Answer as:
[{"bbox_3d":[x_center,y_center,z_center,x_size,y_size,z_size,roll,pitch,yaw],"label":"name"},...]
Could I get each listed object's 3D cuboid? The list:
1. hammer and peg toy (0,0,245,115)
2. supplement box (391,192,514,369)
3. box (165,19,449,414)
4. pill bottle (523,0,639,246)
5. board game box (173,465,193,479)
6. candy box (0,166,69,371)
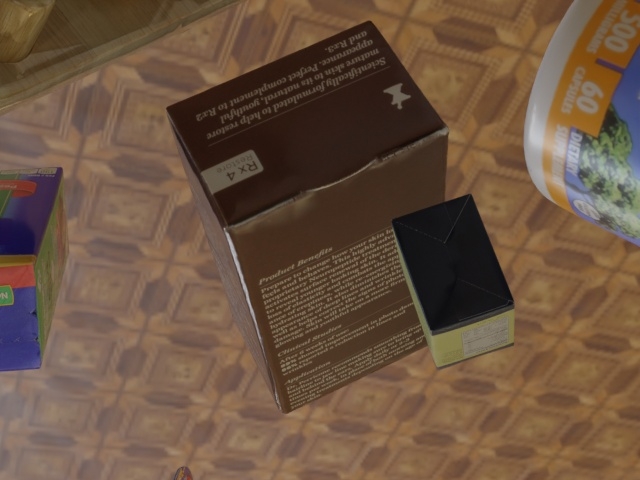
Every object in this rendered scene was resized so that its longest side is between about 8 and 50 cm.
[{"bbox_3d":[-0.233,-0.257,0.699,0.361,0.266,0.127,49,137,2],"label":"hammer and peg toy"},{"bbox_3d":[0.088,0.029,0.721,0.056,0.083,0.083,-18,154,1],"label":"supplement box"},{"bbox_3d":[0.000,0.000,0.999,0.191,0.143,0.381,-24,152,-10],"label":"box"},{"bbox_3d":[0.248,-0.034,0.522,0.152,0.272,0.152,-29,135,-34],"label":"pill bottle"},{"bbox_3d":[-0.152,0.337,1.215,0.033,0.168,0.133,7,132,9],"label":"board game box"},{"bbox_3d":[-0.411,0.026,1.141,0.268,0.317,0.122,-4,112,-7],"label":"candy box"}]
